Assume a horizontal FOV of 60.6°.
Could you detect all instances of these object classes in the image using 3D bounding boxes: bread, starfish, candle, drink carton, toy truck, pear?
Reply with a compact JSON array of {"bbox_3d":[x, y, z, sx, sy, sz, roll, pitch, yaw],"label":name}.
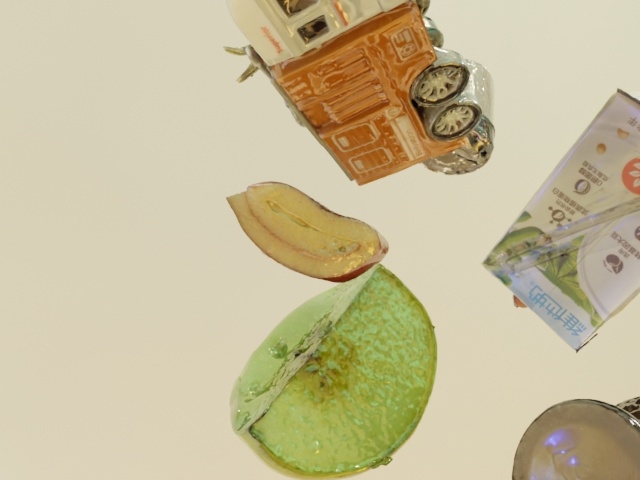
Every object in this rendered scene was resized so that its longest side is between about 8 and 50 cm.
[{"bbox_3d":[-0.001,0.001,0.520,0.067,0.119,0.192,-65,-22,0],"label":"bread"},{"bbox_3d":[-0.090,-0.378,1.087,0.208,0.176,0.053,-12,-95,-16],"label":"starfish"},{"bbox_3d":[0.302,-0.316,1.249,0.187,0.187,0.330,24,-121,-25],"label":"candle"},{"bbox_3d":[0.407,-0.028,0.770,0.132,0.324,0.194,-16,-126,-43],"label":"drink carton"},{"bbox_3d":[0.032,-0.226,0.610,0.387,0.207,0.173,43,-153,-55],"label":"toy truck"},{"bbox_3d":[0.013,0.232,0.918,0.238,0.318,0.342,45,-112,-8],"label":"pear"}]

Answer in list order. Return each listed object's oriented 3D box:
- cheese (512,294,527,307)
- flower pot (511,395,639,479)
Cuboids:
[{"bbox_3d":[0.624,0.132,1.402,0.037,0.256,0.106,41,-128,-51],"label":"cheese"},{"bbox_3d":[0.387,0.302,0.638,0.267,0.266,0.267,17,-96,-28],"label":"flower pot"}]
